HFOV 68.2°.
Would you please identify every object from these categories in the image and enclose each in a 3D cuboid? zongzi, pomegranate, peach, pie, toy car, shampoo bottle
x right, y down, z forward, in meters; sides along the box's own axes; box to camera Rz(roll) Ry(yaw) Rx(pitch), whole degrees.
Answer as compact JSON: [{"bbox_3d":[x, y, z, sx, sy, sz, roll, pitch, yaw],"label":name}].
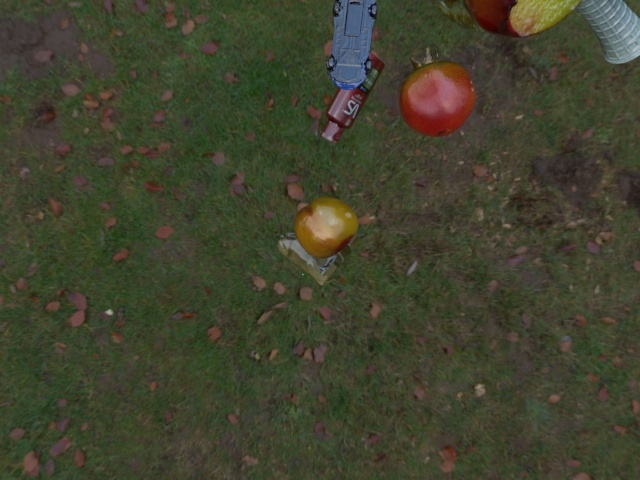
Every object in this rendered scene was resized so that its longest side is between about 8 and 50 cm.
[{"bbox_3d":[0.000,0.000,1.153,0.160,0.078,0.176,36,68,14],"label":"zongzi"},{"bbox_3d":[0.336,-0.433,1.387,0.221,0.221,0.256,-15,94,-3],"label":"pomegranate"},{"bbox_3d":[0.009,-0.031,1.034,0.138,0.138,0.138,0,86,-2],"label":"peach"},{"bbox_3d":[0.470,-0.818,1.553,0.067,0.302,0.302,-32,88,-4],"label":"pie"},{"bbox_3d":[0.516,-0.724,1.200,0.406,0.335,0.310,-49,49,12],"label":"peach"},{"bbox_3d":[0.072,-0.448,1.071,0.103,0.063,0.216,7,93,6],"label":"toy car"},{"bbox_3d":[0.100,-0.478,1.592,0.076,0.118,0.314,38,103,37],"label":"shampoo bottle"}]

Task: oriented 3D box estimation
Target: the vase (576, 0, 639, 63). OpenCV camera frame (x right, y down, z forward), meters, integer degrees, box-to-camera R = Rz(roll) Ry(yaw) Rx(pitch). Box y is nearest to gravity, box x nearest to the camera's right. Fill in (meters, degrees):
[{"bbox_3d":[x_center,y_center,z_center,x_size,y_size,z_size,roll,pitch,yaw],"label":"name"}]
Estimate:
[{"bbox_3d":[0.822,-0.648,1.354,0.299,0.143,0.143,22,84,-34],"label":"vase"}]
